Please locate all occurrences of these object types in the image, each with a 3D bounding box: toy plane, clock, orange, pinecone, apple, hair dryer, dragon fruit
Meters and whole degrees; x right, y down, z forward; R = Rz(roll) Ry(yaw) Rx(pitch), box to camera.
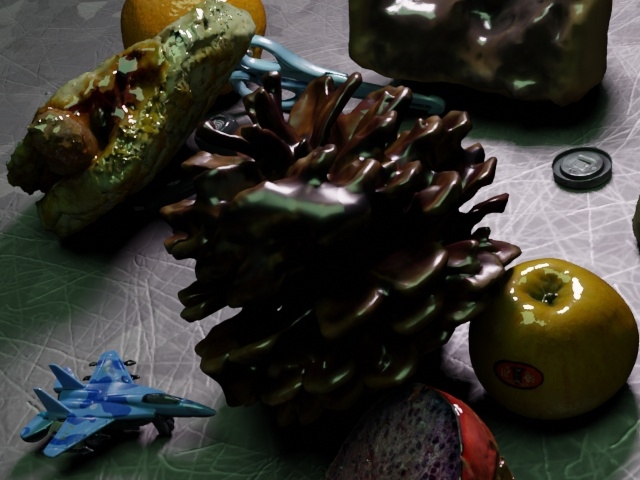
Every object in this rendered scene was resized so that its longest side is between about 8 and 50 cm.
[{"bbox_3d":[-0.234,0.201,1.181,0.246,0.078,0.169,6,42,16],"label":"toy plane"},{"bbox_3d":[0.369,-0.103,1.389,0.085,0.017,0.085,-10,37,8],"label":"clock"},{"bbox_3d":[-0.222,-0.376,1.759,0.264,0.264,0.264,-10,38,8],"label":"orange"},{"bbox_3d":[0.011,-0.010,1.075,0.398,0.397,0.397,-10,38,8],"label":"pinecone"},{"bbox_3d":[0.247,0.103,1.061,0.182,0.155,0.182,-11,35,8],"label":"apple"},{"bbox_3d":[-0.200,-0.099,1.527,0.219,0.124,0.071,-26,33,14],"label":"hair dryer"},{"bbox_3d":[0.111,0.259,0.932,0.223,0.148,0.218,-57,26,14],"label":"dragon fruit"}]

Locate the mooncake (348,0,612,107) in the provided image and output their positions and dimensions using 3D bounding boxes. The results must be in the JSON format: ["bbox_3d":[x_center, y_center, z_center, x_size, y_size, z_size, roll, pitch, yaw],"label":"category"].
[{"bbox_3d":[0.250,-0.354,1.524,0.393,0.246,0.394,-10,29,-27],"label":"mooncake"}]

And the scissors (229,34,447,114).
[{"bbox_3d":[0.015,-0.252,1.623,0.393,0.180,0.032,13,66,13],"label":"scissors"}]

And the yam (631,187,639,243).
[{"bbox_3d":[0.467,-0.083,1.147,0.161,0.268,0.161,-1,50,1],"label":"yam"}]

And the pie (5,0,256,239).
[{"bbox_3d":[-0.283,-0.190,1.527,0.418,0.180,0.395,-43,7,-28],"label":"pie"}]
